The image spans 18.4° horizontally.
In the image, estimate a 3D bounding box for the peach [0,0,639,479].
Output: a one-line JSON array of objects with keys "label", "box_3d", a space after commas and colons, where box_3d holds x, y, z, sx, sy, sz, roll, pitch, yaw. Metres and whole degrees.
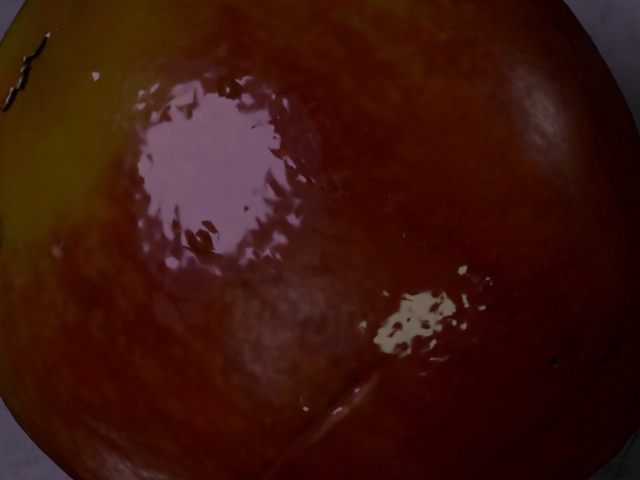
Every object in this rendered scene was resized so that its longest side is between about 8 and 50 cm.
[{"label": "peach", "box_3d": [0.000, 0.000, 0.990, 0.370, 0.370, 0.370, -20, 60, 39]}]
